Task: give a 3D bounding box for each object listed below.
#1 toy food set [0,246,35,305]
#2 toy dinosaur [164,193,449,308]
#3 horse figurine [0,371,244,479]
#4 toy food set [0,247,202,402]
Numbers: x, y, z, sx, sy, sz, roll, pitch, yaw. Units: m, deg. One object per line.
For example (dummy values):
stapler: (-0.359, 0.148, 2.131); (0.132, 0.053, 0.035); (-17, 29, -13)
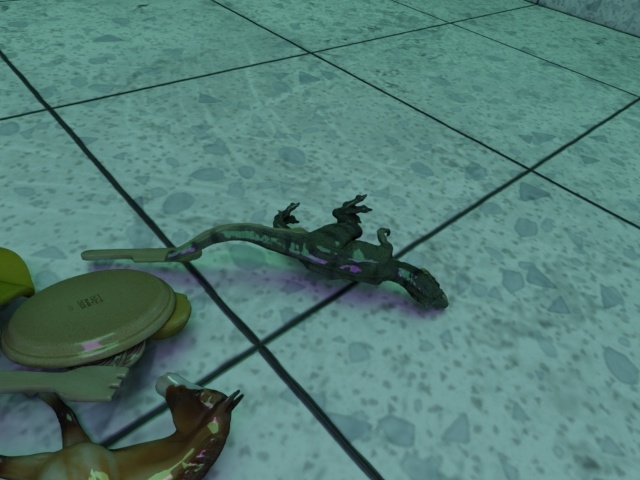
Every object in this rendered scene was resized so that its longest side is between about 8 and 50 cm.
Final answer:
toy food set: (-0.342, 0.044, 0.346); (0.217, 0.071, 0.128); (14, 19, 3)
toy dinosaur: (0.000, 0.000, 0.435); (0.267, 0.064, 0.118); (10, 32, -6)
horse figurine: (-0.176, 0.171, 0.230); (0.174, 0.066, 0.263); (15, 40, 15)
toy food set: (-0.171, 0.064, 0.345); (0.132, 0.039, 0.192); (0, 25, 3)
